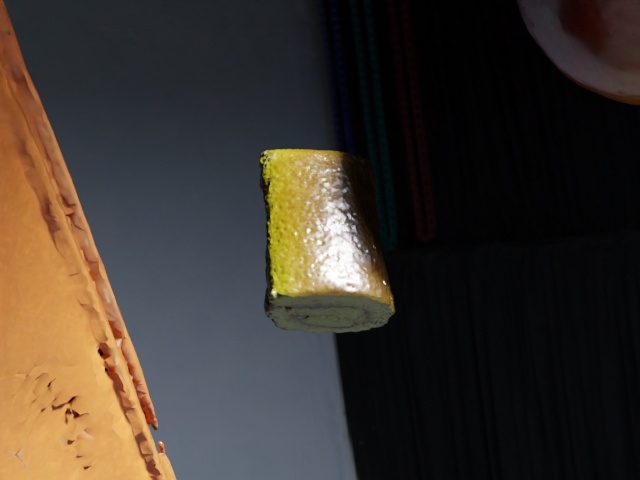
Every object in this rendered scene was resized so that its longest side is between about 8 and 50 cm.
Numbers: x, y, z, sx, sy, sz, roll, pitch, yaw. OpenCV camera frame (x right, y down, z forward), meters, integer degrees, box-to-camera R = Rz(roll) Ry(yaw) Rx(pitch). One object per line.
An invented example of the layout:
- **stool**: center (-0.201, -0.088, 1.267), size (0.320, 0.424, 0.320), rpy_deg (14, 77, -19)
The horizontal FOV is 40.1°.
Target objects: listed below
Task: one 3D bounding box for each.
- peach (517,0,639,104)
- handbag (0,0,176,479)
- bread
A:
- **peach**: center (0.299, -0.247, 0.806), size (0.245, 0.248, 0.275), rpy_deg (1, 5, -9)
- **handbag**: center (-0.212, 0.062, 0.264), size (0.116, 0.410, 0.303), rpy_deg (17, 41, 40)
- **bread**: center (0.000, 0.000, 0.864), size (0.132, 0.172, 0.103), rpy_deg (3, -32, -16)
